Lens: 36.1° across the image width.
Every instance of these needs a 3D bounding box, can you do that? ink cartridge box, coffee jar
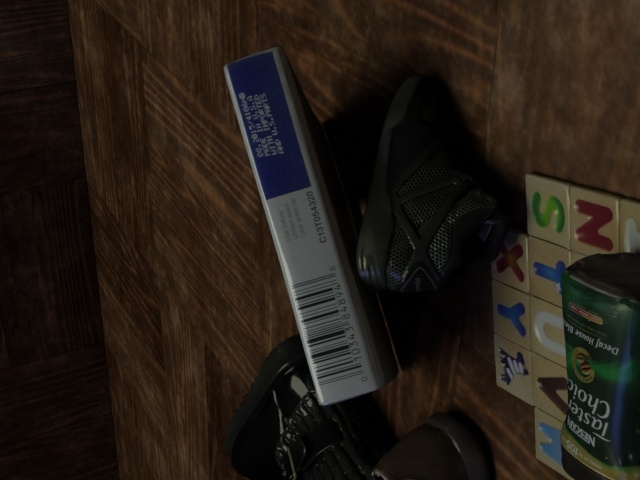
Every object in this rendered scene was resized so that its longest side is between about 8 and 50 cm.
[{"bbox_3d":[0.000,0.000,1.023,0.330,0.072,0.324,50,-157,-81],"label":"ink cartridge box"},{"bbox_3d":[0.229,0.108,0.739,0.096,0.079,0.184,30,130,58],"label":"coffee jar"}]

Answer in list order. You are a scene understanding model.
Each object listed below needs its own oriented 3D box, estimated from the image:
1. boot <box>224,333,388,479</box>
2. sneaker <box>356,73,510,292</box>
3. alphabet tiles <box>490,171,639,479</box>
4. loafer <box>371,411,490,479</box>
[{"bbox_3d":[-0.013,0.315,1.324,0.260,0.131,0.348,61,151,30],"label":"boot"},{"bbox_3d":[0.113,-0.052,0.914,0.087,0.130,0.227,77,-160,-58],"label":"sneaker"},{"bbox_3d":[0.248,0.101,0.804,0.342,0.011,0.285,27,126,59],"label":"alphabet tiles"},{"bbox_3d":[0.110,0.368,1.093,0.134,0.130,0.365,23,124,60],"label":"loafer"}]
